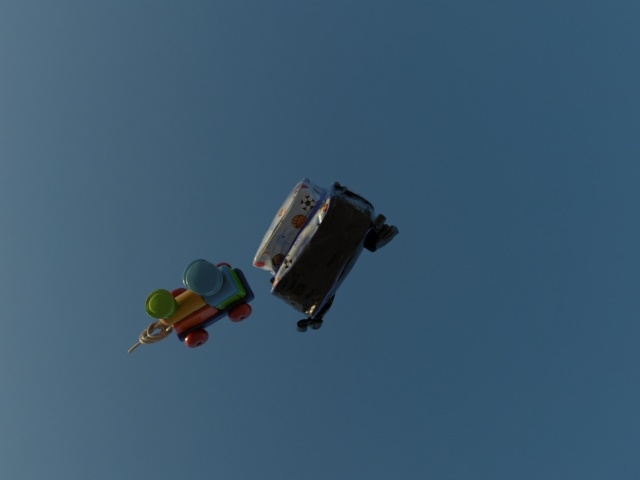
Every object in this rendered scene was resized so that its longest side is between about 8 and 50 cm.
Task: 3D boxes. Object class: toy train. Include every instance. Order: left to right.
[{"bbox_3d":[-0.243,0.120,0.956,0.248,0.143,0.105,-31,-111,2],"label":"toy train"}]

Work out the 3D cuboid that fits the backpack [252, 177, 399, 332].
[{"bbox_3d":[0.000,0.000,1.163,0.213,0.263,0.276,39,-75,1],"label":"backpack"}]
